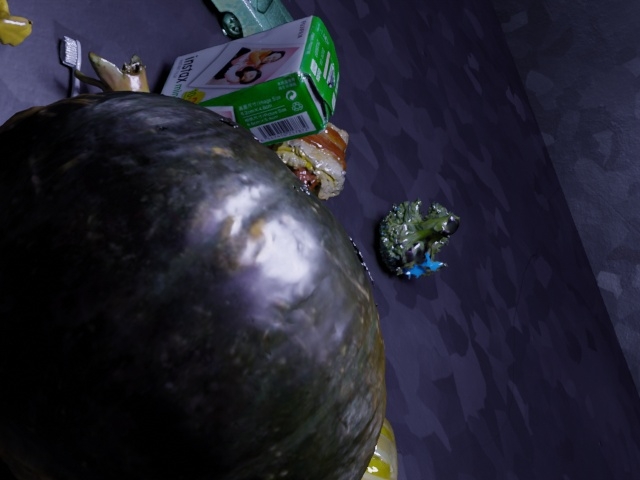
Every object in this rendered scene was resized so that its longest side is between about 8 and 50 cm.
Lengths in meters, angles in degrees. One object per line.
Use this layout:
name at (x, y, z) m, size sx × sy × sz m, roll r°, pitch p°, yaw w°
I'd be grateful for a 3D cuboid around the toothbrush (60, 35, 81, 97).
toothbrush at (-0.304, -0.135, 1.192) m, size 0.025 × 0.020 × 0.286 m, roll 18°, pitch 52°, yaw -43°

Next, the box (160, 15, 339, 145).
box at (-0.103, -0.204, 1.348) m, size 0.180 × 0.250 × 0.103 m, roll -81°, pitch 153°, yaw -49°

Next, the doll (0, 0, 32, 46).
doll at (-0.422, -0.393, 1.117) m, size 0.160 × 0.094 × 0.365 m, roll 19°, pitch 53°, yaw -57°

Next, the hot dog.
hot dog at (-0.023, -0.141, 1.594) m, size 0.146 × 0.103 × 0.213 m, roll 35°, pitch 26°, yaw -10°

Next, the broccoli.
broccoli at (0.187, -0.009, 1.775) m, size 0.167 × 0.160 × 0.155 m, roll 13°, pitch 73°, yaw -34°

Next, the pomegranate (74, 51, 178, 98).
pomegranate at (-0.227, -0.132, 1.202) m, size 0.220 × 0.156 × 0.156 m, roll 43°, pitch 30°, yaw 0°

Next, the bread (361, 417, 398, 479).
bread at (-0.013, 0.319, 1.080) m, size 0.160 × 0.333 × 0.333 m, roll 16°, pitch 40°, yaw -1°

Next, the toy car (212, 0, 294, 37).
toy car at (-0.153, -0.458, 1.609) m, size 0.321 × 0.097 × 0.141 m, roll 53°, pitch 30°, yaw -23°

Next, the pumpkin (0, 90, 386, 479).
pumpkin at (-0.142, 0.079, 0.864) m, size 0.344 × 0.454 × 0.454 m, roll -48°, pitch 113°, yaw -30°
